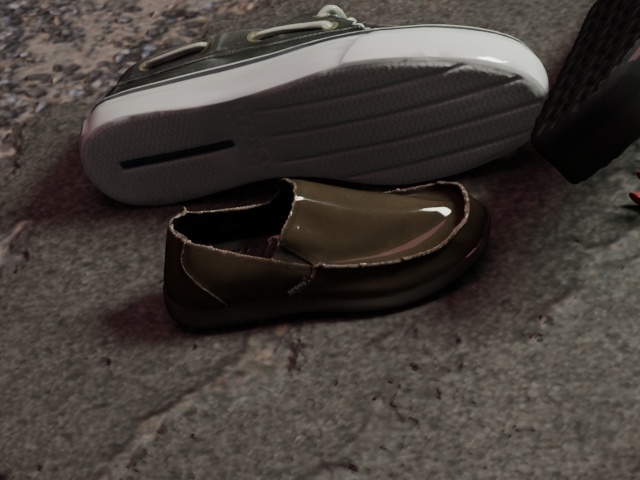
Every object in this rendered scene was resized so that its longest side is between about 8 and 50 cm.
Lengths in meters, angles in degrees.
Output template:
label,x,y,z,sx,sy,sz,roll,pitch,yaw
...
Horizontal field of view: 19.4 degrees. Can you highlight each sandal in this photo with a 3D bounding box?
label,x,y,z,sx,sy,sz,roll,pitch,yaw
sandal,0.261,-0.159,1.265,0.167,0.107,0.446,-43,8,44

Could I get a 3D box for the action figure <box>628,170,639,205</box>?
label,x,y,z,sx,sy,sz,roll,pitch,yaw
action figure,0.244,-0.068,1.232,0.030,0.038,0.115,35,59,24

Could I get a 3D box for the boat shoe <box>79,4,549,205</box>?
label,x,y,z,sx,sy,sz,roll,pitch,yaw
boat shoe,-0.008,-0.112,1.296,0.335,0.121,0.119,-5,45,15

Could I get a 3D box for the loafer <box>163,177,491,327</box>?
label,x,y,z,sx,sy,sz,roll,pitch,yaw
loafer,0.000,0.000,1.197,0.220,0.078,0.080,-13,40,3
